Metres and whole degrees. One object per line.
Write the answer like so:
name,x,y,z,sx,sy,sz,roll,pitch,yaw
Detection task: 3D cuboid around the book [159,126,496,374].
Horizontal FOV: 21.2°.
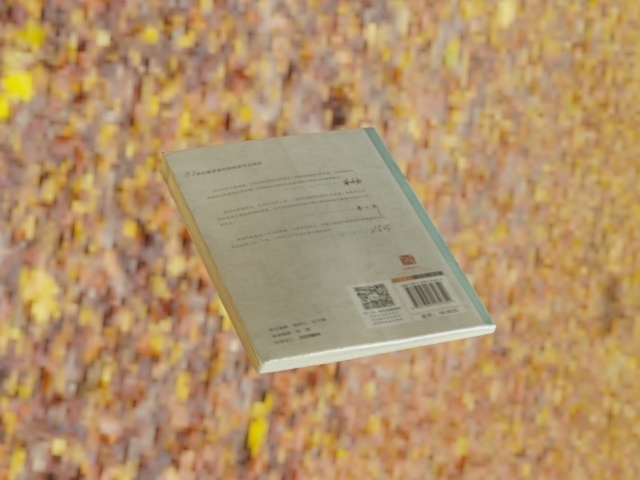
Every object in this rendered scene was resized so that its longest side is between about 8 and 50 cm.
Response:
book,0.000,0.000,1.461,0.282,0.215,0.025,-117,-155,-46
